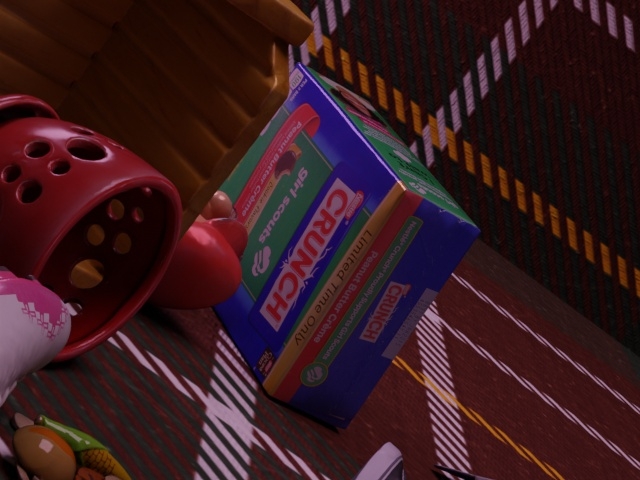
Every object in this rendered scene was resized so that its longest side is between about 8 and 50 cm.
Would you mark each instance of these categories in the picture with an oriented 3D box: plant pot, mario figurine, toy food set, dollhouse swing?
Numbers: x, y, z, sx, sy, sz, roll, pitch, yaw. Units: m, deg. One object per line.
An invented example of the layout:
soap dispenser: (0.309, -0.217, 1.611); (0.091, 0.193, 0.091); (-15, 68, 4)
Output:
plant pot: (-0.240, -0.019, 1.621); (0.174, 0.191, 0.191); (38, 10, 27)
mario figurine: (-0.175, -0.061, 1.984); (0.320, 0.170, 0.198); (49, 11, 26)
toy food set: (-0.172, 0.184, 1.401); (0.132, 0.038, 0.192); (34, 12, -18)
dollhouse swing: (-0.264, -0.181, 1.766); (0.305, 0.347, 0.315); (24, 18, -52)

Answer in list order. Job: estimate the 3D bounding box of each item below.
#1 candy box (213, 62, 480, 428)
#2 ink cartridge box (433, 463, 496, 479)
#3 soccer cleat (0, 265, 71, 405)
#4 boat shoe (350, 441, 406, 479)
candy box: (0.000, 0.000, 2.058); (0.122, 0.268, 0.317); (24, 17, -35)
ink cartridge box: (0.316, 0.341, 2.077); (0.303, 0.072, 0.307); (28, -16, -37)
soccer cleat: (-0.269, 0.099, 1.324); (0.143, 0.116, 0.331); (58, 20, 17)
boat shoe: (0.050, 0.250, 1.720); (0.076, 0.080, 0.228); (41, 13, 3)
